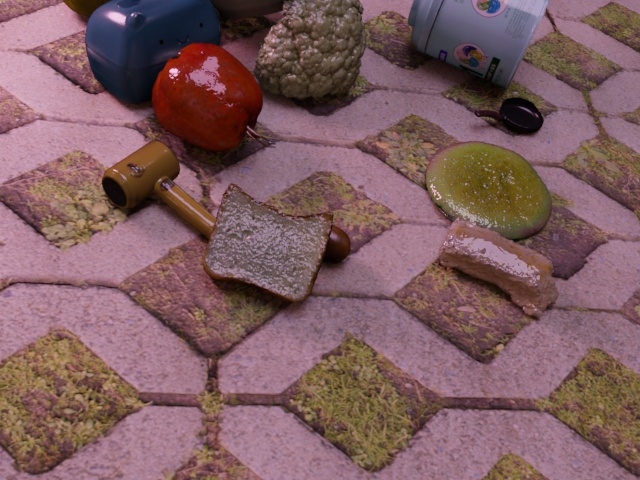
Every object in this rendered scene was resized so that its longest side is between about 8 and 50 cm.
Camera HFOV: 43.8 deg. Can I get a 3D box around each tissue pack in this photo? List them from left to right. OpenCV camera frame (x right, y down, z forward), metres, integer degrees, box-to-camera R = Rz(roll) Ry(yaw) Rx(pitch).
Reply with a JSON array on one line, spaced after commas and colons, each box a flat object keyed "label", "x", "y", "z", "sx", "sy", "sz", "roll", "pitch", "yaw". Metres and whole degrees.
[{"label": "tissue pack", "x": -0.365, "y": -0.453, "z": 1.754, "sx": 0.198, "sy": 0.206, "sz": 0.287, "roll": 35, "pitch": 48, "yaw": 27}]

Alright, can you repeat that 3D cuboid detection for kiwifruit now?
[{"label": "kiwifruit", "x": 0.000, "y": 0.000, "z": 1.544, "sx": 0.124, "sy": 0.075, "sz": 0.075, "roll": 18, "pitch": 47, "yaw": 7}]

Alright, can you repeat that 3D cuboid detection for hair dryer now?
[{"label": "hair dryer", "x": -0.280, "y": -0.069, "z": 1.534, "sx": 0.278, "sy": 0.090, "sz": 0.135, "roll": 39, "pitch": 50, "yaw": 11}]

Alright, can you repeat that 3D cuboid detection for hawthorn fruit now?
[{"label": "hawthorn fruit", "x": -0.212, "y": -0.275, "z": 1.655, "sx": 0.299, "sy": 0.211, "sz": 0.211, "roll": 40, "pitch": 51, "yaw": 8}]

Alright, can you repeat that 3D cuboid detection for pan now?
[{"label": "pan", "x": 0.457, "y": -0.303, "z": 1.955, "sx": 0.212, "sy": 0.040, "sz": 0.115, "roll": -8, "pitch": 52, "yaw": -30}]

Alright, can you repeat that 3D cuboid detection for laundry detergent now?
[{"label": "laundry detergent", "x": 0.394, "y": -0.572, "z": 2.012, "sx": 0.305, "sy": 0.287, "sz": 0.287, "roll": 25, "pitch": 48, "yaw": 7}]

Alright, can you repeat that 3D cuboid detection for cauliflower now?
[{"label": "cauliflower", "x": -0.029, "y": -0.471, "z": 1.870, "sx": 0.275, "sy": 0.273, "sz": 0.250, "roll": -1, "pitch": 17, "yaw": -34}]

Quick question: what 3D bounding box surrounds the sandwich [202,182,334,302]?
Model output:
[{"label": "sandwich", "x": -0.098, "y": 0.008, "z": 1.467, "sx": 0.214, "sy": 0.065, "sz": 0.186, "roll": 19, "pitch": 79, "yaw": 0}]

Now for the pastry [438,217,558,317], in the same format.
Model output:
[{"label": "pastry", "x": 0.358, "y": 0.051, "z": 1.593, "sx": 0.258, "sy": 0.089, "sz": 0.121, "roll": 30, "pitch": 61, "yaw": 16}]

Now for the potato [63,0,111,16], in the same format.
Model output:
[{"label": "potato", "x": -0.478, "y": -0.649, "z": 1.902, "sx": 0.215, "sy": 0.216, "sz": 0.304, "roll": 37, "pitch": 69, "yaw": 18}]

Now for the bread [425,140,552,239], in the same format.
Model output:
[{"label": "bread", "x": 0.372, "y": -0.121, "z": 1.773, "sx": 0.301, "sy": 0.045, "sz": 0.301, "roll": 7, "pitch": 48, "yaw": -8}]

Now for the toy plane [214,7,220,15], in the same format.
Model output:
[{"label": "toy plane", "x": -0.276, "y": -0.657, "z": 2.041, "sx": 0.228, "sy": 0.092, "sz": 0.244, "roll": 16, "pitch": 46, "yaw": 2}]

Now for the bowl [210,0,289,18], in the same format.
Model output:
[{"label": "bowl", "x": -0.166, "y": -0.629, "z": 1.858, "sx": 0.353, "sy": 0.185, "sz": 0.354, "roll": -7, "pitch": 25, "yaw": 3}]
